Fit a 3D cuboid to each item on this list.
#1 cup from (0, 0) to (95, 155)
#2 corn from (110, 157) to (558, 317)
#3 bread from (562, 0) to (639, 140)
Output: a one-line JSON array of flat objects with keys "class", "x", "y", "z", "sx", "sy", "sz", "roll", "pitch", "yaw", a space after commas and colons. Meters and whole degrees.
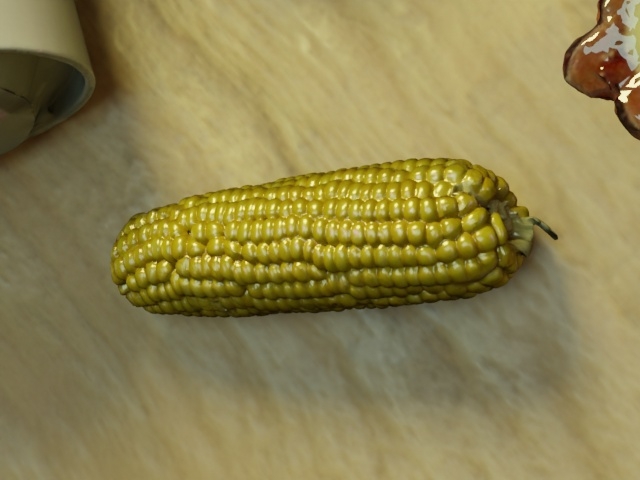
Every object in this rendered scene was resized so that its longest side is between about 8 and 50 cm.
[{"class": "cup", "x": -0.316, "y": -0.236, "z": 1.072, "sx": 0.253, "sy": 0.253, "sz": 0.371, "roll": -17, "pitch": 80, "yaw": 20}, {"class": "corn", "x": 0.000, "y": 0.000, "z": 1.018, "sx": 0.310, "sy": 0.101, "sz": 0.101, "roll": -4, "pitch": 86, "yaw": 21}, {"class": "bread", "x": 0.289, "y": -0.141, "z": 0.898, "sx": 0.190, "sy": 0.123, "sz": 0.244, "roll": 40, "pitch": 102, "yaw": 16}]
